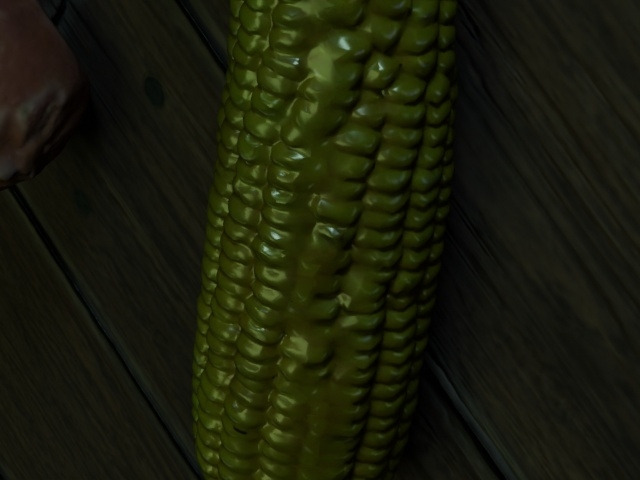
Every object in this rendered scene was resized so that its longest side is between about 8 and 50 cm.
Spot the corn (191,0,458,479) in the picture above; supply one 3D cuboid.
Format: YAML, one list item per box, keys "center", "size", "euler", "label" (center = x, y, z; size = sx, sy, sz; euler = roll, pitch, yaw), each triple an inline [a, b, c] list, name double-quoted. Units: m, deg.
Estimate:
- center: [0.000, 0.000, 0.707]
  size: [0.120, 0.120, 0.363]
  euler: [31, 132, 35]
  label: "corn"

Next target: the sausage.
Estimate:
- center: [-0.239, -0.127, 0.895]
  size: [0.254, 0.148, 0.148]
  euler: [48, 139, 22]
  label: "sausage"
